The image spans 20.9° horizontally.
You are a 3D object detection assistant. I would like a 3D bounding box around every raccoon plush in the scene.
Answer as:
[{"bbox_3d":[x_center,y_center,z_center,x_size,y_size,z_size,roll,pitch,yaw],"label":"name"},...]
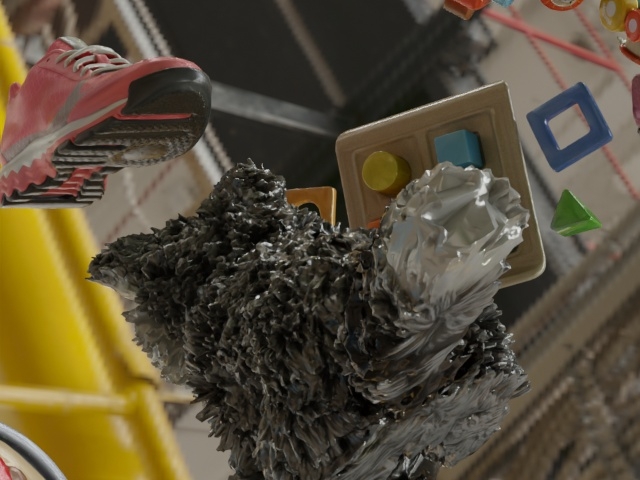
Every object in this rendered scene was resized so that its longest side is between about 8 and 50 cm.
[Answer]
[{"bbox_3d":[0.000,0.000,1.177,0.299,0.216,0.446,53,-38,23],"label":"raccoon plush"}]

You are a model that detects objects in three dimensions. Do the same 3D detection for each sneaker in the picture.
[{"bbox_3d":[-0.205,-0.121,1.498,0.314,0.116,0.136,-22,-107,53],"label":"sneaker"}]

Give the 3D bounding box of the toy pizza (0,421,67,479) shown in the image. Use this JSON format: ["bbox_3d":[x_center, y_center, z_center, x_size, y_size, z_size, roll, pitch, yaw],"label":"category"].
[{"bbox_3d":[-0.150,0.167,0.686,0.032,0.201,0.201,-2,-100,38],"label":"toy pizza"}]

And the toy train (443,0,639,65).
[{"bbox_3d":[0.141,-0.128,0.982,0.166,0.125,0.046,27,-53,16],"label":"toy train"}]

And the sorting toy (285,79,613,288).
[{"bbox_3d":[0.100,-0.038,1.590,0.347,0.047,0.196,-17,-110,25],"label":"sorting toy"}]

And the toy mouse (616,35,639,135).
[{"bbox_3d":[0.249,-0.130,1.243,0.031,0.143,0.161,7,-95,29],"label":"toy mouse"}]
